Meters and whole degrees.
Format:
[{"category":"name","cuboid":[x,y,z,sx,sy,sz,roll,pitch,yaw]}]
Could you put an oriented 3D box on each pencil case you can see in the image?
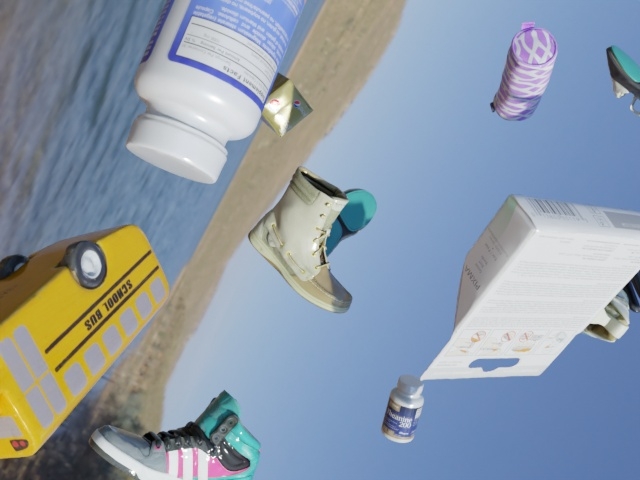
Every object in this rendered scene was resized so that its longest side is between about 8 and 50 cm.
[{"category":"pencil case","cuboid":[0.366,-0.296,1.457,0.206,0.087,0.088,89,0,-70]}]

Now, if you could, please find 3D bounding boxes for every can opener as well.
[{"category":"can opener","cuboid":[0.505,0.049,1.342,0.186,0.073,0.059,-89,-166,-46]}]

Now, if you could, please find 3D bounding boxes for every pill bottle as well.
[{"category":"pill bottle","cuboid":[-0.125,-0.212,0.951,0.152,0.152,0.271,157,-46,-78]},{"category":"pill bottle","cuboid":[0.162,0.324,1.566,0.067,0.067,0.120,-87,-171,-72]}]

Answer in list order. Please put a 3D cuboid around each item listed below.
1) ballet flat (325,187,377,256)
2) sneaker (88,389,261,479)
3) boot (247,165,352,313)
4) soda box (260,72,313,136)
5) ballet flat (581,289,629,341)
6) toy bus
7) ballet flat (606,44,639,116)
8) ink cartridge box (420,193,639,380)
[{"category":"ballet flat","cuboid":[0.016,-0.030,1.501,0.248,0.086,0.086,-37,164,-51]},{"category":"sneaker","cuboid":[-0.213,0.321,1.334,0.178,0.296,0.124,-61,-150,-6]},{"category":"boot","cuboid":[0.000,0.000,1.318,0.165,0.213,0.077,-53,165,22]},{"category":"soda box","cuboid":[-0.072,-0.207,1.172,0.061,0.058,0.181,-40,-154,-1]},{"category":"ballet flat","cuboid":[0.330,0.084,0.994,0.076,0.222,0.079,-60,-140,11]},{"category":"toy bus","cuboid":[-0.280,0.096,0.783,0.108,0.130,0.332,-11,-156,24]},{"category":"ballet flat","cuboid":[0.611,-0.289,1.564,0.074,0.203,0.074,-35,161,-14]},{"category":"ink cartridge box","cuboid":[0.215,0.056,0.834,0.224,0.181,0.056,-59,-141,38]}]
